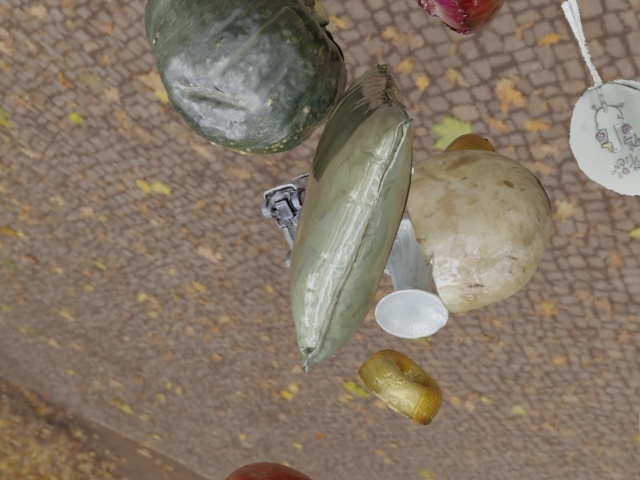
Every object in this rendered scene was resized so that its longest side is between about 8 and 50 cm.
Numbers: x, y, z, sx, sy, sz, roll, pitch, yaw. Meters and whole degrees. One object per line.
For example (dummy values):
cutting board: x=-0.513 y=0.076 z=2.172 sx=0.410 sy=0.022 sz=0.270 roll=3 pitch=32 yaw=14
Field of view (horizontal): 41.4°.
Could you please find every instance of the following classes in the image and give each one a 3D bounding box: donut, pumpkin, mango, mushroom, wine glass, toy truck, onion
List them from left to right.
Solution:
pumpkin: x=-0.104 y=-0.278 z=1.269 sx=0.257 sy=0.327 sz=0.291 roll=-32 pitch=164 yaw=14
toy truck: x=0.000 y=0.000 z=1.548 sx=0.114 sy=0.124 sz=0.253 roll=-14 pitch=106 yaw=43
donut: x=0.157 y=0.271 z=1.600 sx=0.174 sy=0.074 sz=0.190 roll=44 pitch=-172 yaw=30
wine glass: x=0.162 y=0.063 z=1.527 sx=0.165 sy=0.196 sz=0.165 roll=5 pitch=133 yaw=5
onion: x=0.178 y=-0.412 z=1.219 sx=0.248 sy=0.161 sz=0.248 roll=31 pitch=-170 yaw=-6
mango: x=0.238 y=-0.108 z=1.438 sx=0.089 sy=0.163 sz=0.111 roll=33 pitch=153 yaw=-11
mushroom: x=0.231 y=-0.017 z=1.188 sx=0.189 sy=0.253 sz=0.195 roll=-16 pitch=133 yaw=15

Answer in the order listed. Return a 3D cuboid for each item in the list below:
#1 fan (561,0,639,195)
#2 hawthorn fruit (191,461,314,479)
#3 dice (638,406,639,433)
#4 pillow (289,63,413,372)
fan: x=0.559 y=-0.281 z=1.677 sx=0.233 sy=0.012 sz=0.414 roll=-24 pitch=89 yaw=51
hawthorn fruit: x=-0.100 y=0.450 z=1.364 sx=0.253 sy=0.205 sz=0.205 roll=30 pitch=149 yaw=8
dice: x=0.362 y=0.176 z=0.794 sx=0.091 sy=0.094 sz=0.093 roll=-2 pitch=140 yaw=-11
pillow: x=0.026 y=-0.038 z=0.668 sx=0.075 sy=0.302 sz=0.184 roll=18 pitch=107 yaw=-4
